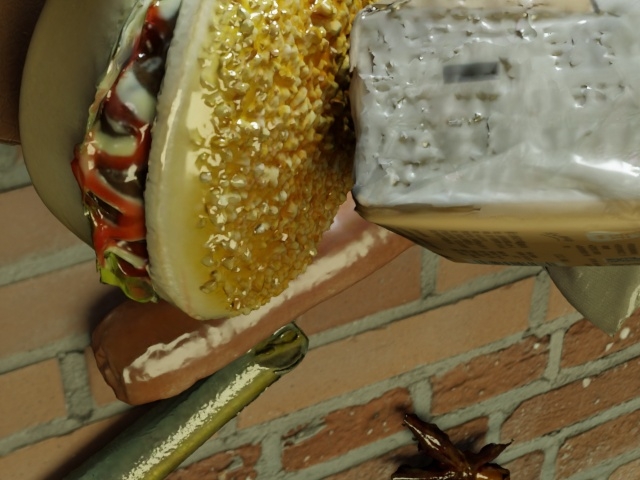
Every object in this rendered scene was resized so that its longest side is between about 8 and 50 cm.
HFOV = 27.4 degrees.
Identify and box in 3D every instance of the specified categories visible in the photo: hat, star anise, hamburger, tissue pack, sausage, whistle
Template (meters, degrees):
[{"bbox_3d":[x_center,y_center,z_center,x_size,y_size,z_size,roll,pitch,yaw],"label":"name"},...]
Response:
[{"bbox_3d":[0.321,-0.037,1.188,0.226,0.164,0.219,-53,175,38],"label":"hat"},{"bbox_3d":[0.125,0.261,1.380,0.212,0.053,0.157,18,109,-42],"label":"star anise"},{"bbox_3d":[-0.057,-0.094,0.863,0.302,0.170,0.302,-49,153,-37],"label":"hamburger"},{"bbox_3d":[0.153,-0.101,0.893,0.238,0.238,0.305,-49,165,6],"label":"tissue pack"},{"bbox_3d":[0.000,0.000,1.088,0.419,0.094,0.094,-33,161,-10],"label":"sausage"},{"bbox_3d":[-0.143,0.178,1.135,0.326,0.057,0.068,-40,160,-1],"label":"whistle"}]

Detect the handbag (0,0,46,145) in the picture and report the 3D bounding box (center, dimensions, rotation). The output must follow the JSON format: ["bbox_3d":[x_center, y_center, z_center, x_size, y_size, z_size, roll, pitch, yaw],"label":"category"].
[{"bbox_3d":[-0.232,-0.145,0.842,0.193,0.072,0.151,14,112,-38],"label":"handbag"}]
